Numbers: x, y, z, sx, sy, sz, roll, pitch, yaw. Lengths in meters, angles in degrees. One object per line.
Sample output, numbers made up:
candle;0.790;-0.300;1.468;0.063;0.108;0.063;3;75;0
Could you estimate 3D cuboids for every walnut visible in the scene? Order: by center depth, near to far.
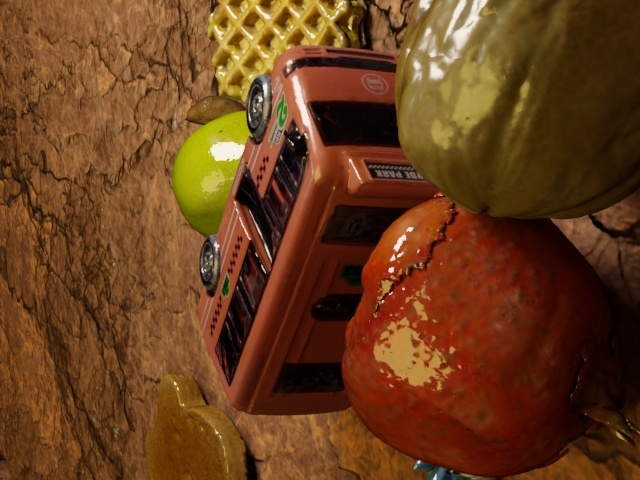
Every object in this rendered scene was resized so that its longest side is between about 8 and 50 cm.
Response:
walnut;0.195;-0.146;0.939;0.227;0.283;0.283;28;-128;-86

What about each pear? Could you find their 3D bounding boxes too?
pear;-0.092;-0.080;1.472;0.219;0.187;0.187;-2;95;39

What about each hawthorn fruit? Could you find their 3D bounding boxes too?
hawthorn fruit;0.169;0.107;1.041;0.307;0.276;0.276;36;128;28

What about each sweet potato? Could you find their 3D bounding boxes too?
sweet potato;-0.137;-0.183;1.622;0.182;0.054;0.053;19;79;57

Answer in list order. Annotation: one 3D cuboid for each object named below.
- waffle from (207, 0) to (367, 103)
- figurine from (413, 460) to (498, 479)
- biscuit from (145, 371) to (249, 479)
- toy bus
waffle;-0.046;-0.278;1.410;0.254;0.052;0.245;11;104;36
figurine;0.151;0.240;1.221;0.079;0.114;0.114;21;115;59
biscuit;-0.210;0.363;1.854;0.344;0.057;0.287;-35;68;55
toy bus;0.000;0.000;1.275;0.233;0.203;0.427;-112;32;-42
